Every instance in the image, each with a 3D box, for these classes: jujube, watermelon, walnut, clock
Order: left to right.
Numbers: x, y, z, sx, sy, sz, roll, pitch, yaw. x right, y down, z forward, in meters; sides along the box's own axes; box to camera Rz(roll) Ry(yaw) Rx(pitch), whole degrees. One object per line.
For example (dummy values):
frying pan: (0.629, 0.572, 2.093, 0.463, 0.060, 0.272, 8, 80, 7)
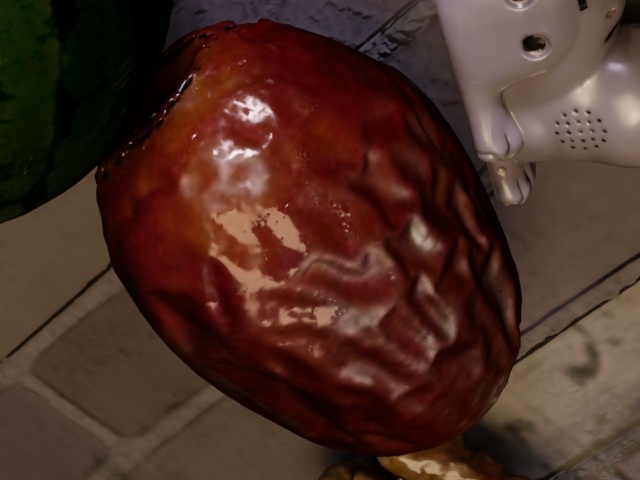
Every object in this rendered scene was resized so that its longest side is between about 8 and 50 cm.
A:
watermelon: (-0.183, -0.115, 0.753, 0.242, 0.242, 0.242, 3, 128, 4)
jujube: (0.000, 0.000, 0.856, 0.183, 0.183, 0.243, -32, 124, 26)
walnut: (0.082, 0.171, 1.052, 0.143, 0.069, 0.170, -36, 115, 30)
clock: (0.124, -0.103, 0.828, 0.117, 0.080, 0.176, -11, 127, 15)
